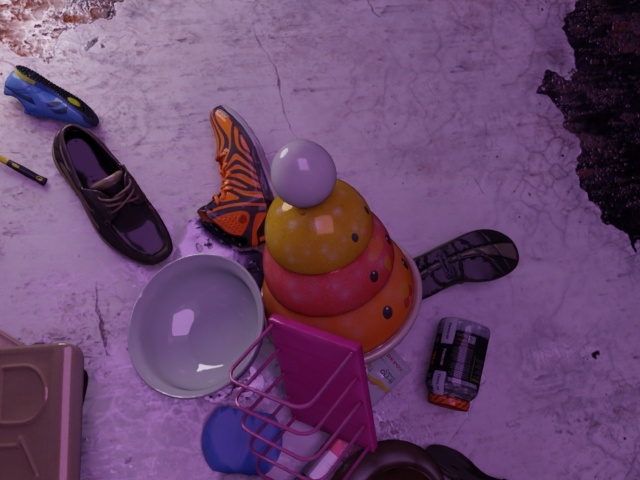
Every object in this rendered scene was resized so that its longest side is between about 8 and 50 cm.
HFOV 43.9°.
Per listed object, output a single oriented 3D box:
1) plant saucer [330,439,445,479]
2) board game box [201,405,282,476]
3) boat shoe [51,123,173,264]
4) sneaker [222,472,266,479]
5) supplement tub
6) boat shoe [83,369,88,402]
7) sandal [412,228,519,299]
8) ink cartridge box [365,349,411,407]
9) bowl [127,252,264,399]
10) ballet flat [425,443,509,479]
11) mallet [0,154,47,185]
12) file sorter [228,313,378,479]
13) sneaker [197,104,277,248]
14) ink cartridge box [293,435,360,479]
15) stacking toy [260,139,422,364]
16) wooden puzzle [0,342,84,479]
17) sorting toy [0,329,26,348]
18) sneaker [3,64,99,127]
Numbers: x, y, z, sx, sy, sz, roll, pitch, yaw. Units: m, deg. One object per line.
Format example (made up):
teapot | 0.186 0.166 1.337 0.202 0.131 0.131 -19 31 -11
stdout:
plant saucer | 0.142 0.565 1.612 0.310 0.050 0.311 -1 92 -24
board game box | -0.165 0.423 1.669 0.168 0.033 0.133 9 81 -4
boat shoe | -0.446 -0.096 1.668 0.132 0.130 0.355 -41 89 -16
sneaker | -0.170 0.580 1.615 0.115 0.090 0.232 9 90 27
supplement tub | 0.301 0.274 1.751 0.117 0.117 0.190 18 75 -7
boat shoe | -0.553 0.386 1.568 0.104 0.110 0.307 14 82 22
sandal | 0.303 0.054 1.821 0.302 0.086 0.120 -16 87 0
ink cartridge box | 0.079 0.290 1.696 0.176 0.127 0.128 -41 88 -17
bowl | -0.232 0.186 1.624 0.297 0.134 0.298 -6 68 16
ballet flat | 0.333 0.525 1.735 0.249 0.058 0.084 27 30 -5
mallet | -0.669 -0.179 1.694 0.189 0.039 0.062 22 72 -11
file sorter | -0.036 0.327 1.509 0.202 0.291 0.182 16 44 31
sneaker | -0.202 -0.131 1.730 0.180 0.124 0.321 -27 85 -17
ink cartridge box | 0.022 0.536 1.650 0.158 0.092 0.218 43 72 -1
stacking toy | 0.000 0.000 1.523 0.350 0.480 0.351 -7 52 9
wooden puzzle | -0.599 0.365 1.492 0.347 0.080 0.322 -5 77 15
sorting toy | -0.692 0.267 1.593 0.208 0.038 0.193 34 74 -7
sneaker | -0.586 -0.293 1.725 0.209 0.069 0.082 31 107 -13
